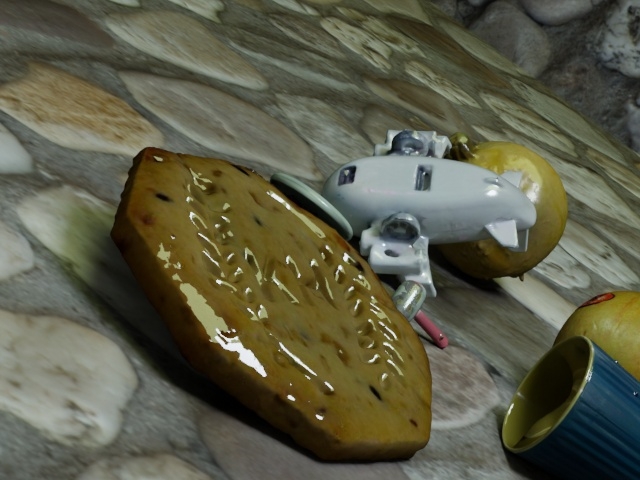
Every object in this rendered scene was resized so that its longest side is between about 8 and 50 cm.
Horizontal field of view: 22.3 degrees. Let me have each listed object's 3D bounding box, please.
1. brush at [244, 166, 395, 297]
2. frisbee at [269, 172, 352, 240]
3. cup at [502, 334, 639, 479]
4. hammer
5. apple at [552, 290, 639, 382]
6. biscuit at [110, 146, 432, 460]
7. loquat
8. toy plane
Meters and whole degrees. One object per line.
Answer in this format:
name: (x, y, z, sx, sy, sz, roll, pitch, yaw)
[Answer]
brush: (0.000, 0.000, 1.719, 0.248, 0.036, 0.043, 36, 26, 6)
frisbee: (-0.009, -0.037, 1.758, 0.110, 0.014, 0.110, 35, -11, 8)
cup: (0.268, 0.187, 1.576, 0.155, 0.131, 0.176, 35, -9, -12)
hammer: (0.105, 0.083, 1.686, 0.083, 0.052, 0.031, 47, -29, -20)
apple: (0.329, 0.138, 1.696, 0.182, 0.182, 0.155, 36, 50, 6)
biscuit: (-0.033, 0.048, 1.403, 0.359, 0.046, 0.359, 36, 22, -17)
loquat: (0.210, -0.044, 1.981, 0.204, 0.172, 0.149, 55, -1, -16)
toy plane: (0.122, -0.036, 1.845, 0.245, 0.117, 0.244, -2, 47, 2)
